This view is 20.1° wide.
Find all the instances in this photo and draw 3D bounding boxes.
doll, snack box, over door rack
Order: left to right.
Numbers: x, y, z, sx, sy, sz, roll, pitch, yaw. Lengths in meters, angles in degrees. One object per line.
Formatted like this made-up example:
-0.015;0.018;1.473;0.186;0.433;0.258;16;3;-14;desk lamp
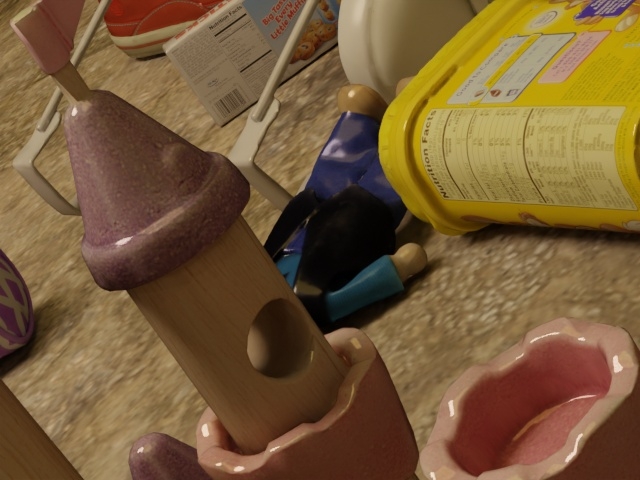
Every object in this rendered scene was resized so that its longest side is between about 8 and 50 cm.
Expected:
-0.072;-0.179;1.066;0.239;0.108;0.324;2;73;48;over door rack
-0.013;-0.152;1.185;0.178;0.064;0.022;-35;21;1;snack box
0.000;0.000;0.887;0.129;0.046;0.189;-4;43;37;doll

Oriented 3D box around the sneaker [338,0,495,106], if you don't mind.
0.127;-0.186;0.999;0.123;0.106;0.290;20;64;48;sneaker

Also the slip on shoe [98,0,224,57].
-0.057;-0.223;1.343;0.331;0.101;0.123;-11;31;43;slip on shoe

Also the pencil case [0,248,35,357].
-0.272;0.069;1.086;0.206;0.088;0.086;-30;25;11;pencil case

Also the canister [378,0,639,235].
0.121;-0.058;0.794;0.126;0.073;0.170;-46;25;-22;canister

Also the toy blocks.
-0.091;0.109;0.518;0.288;0.260;0.309;-48;25;-27;toy blocks
